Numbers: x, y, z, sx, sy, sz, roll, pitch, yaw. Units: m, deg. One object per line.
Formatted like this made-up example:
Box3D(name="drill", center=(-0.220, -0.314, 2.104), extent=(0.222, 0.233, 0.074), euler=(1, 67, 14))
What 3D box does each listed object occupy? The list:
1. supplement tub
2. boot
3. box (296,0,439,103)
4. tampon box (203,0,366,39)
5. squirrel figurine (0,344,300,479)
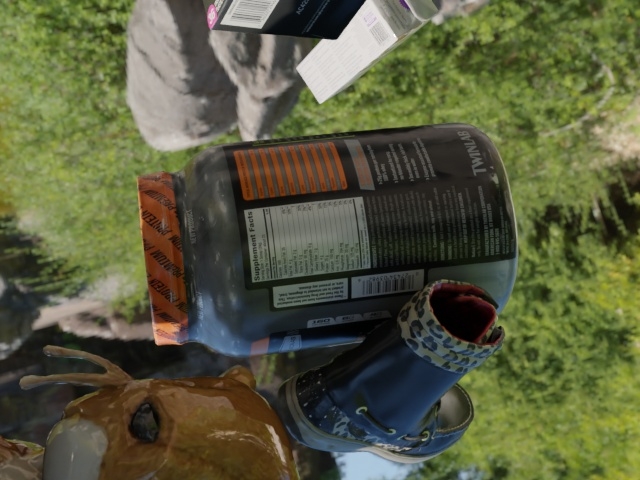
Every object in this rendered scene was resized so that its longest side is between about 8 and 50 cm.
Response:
Box3D(name="supplement tub", center=(0.000, 0.000, 0.811), extent=(0.316, 0.194, 0.193), euler=(-6, 170, -10))
Box3D(name="boot", center=(0.101, 0.117, 0.771), extent=(0.236, 0.085, 0.178), euler=(13, 136, -43))
Box3D(name="box", center=(0.048, -0.245, 1.112), extent=(0.063, 0.067, 0.324), euler=(-35, -176, -15))
Box3D(name="tampon box", center=(-0.026, -0.237, 0.602), extent=(0.101, 0.161, 0.120), euler=(-3, 154, -31))
Box3D(name="squirrel figurine", center=(-0.179, 0.229, 0.591), extent=(0.370, 0.281, 0.397), euler=(-24, 137, -5))
